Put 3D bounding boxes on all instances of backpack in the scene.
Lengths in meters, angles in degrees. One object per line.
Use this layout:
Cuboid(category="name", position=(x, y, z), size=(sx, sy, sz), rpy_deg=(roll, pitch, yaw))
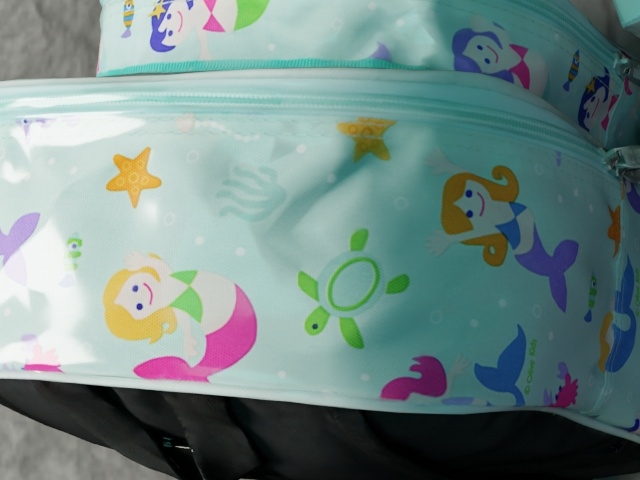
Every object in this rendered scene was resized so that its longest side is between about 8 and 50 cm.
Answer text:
Cuboid(category="backpack", position=(0.000, 0.000, 0.599), size=(0.225, 0.253, 0.191), rpy_deg=(2, 88, 28))

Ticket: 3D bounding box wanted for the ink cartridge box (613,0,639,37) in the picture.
Cuboid(category="ink cartridge box", position=(0.137, -0.150, 0.629), size=(0.092, 0.090, 0.143), rpy_deg=(-22, 76, 24))
